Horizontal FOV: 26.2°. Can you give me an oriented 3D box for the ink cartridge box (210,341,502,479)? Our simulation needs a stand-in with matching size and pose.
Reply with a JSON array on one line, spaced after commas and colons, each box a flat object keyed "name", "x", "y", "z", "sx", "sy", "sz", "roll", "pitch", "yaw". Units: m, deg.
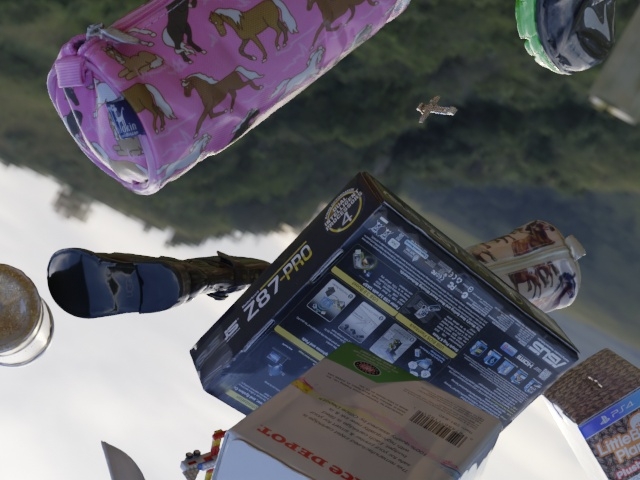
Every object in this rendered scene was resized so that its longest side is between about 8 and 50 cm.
[{"name": "ink cartridge box", "x": 0.038, "y": 0.234, "z": 1.404, "sx": 0.201, "sy": 0.117, "sz": 0.278, "roll": 26, "pitch": -155, "yaw": 18}]

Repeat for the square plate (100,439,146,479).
[{"name": "square plate", "x": -0.174, "y": 0.465, "z": 1.716, "sx": 0.344, "sy": 0.049, "sz": 0.347, "roll": 78, "pitch": 169, "yaw": -47}]

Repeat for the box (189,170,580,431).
[{"name": "box", "x": 0.087, "y": 0.141, "z": 1.713, "sx": 0.395, "sy": 0.318, "sz": 0.097, "roll": 35, "pitch": -166, "yaw": -33}]

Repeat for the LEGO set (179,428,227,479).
[{"name": "LEGO set", "x": -0.115, "y": 0.329, "z": 2.161, "sx": 0.060, "sy": 0.244, "sz": 0.182, "roll": 43, "pitch": 180, "yaw": 38}]

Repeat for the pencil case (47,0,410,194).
[{"name": "pencil case", "x": -0.078, "y": -0.209, "z": 1.368, "sx": 0.160, "sy": 0.386, "sz": 0.167, "roll": 48, "pitch": 156, "yaw": 11}]

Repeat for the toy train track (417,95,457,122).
[{"name": "toy train track", "x": 0.162, "y": -0.188, "z": 1.946, "sx": 0.014, "sy": 0.048, "sz": 0.083, "roll": 41, "pitch": 166, "yaw": -32}]

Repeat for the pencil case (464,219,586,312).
[{"name": "pencil case", "x": 0.243, "y": 0.081, "z": 2.317, "sx": 0.410, "sy": 0.160, "sz": 0.183, "roll": -15, "pitch": 171, "yaw": -24}]

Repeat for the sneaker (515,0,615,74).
[{"name": "sneaker", "x": 0.337, "y": -0.356, "z": 1.554, "sx": 0.202, "sy": 0.185, "sz": 0.483, "roll": 15, "pitch": 147, "yaw": 12}]

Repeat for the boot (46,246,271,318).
[{"name": "boot", "x": -0.209, "y": 0.053, "z": 1.852, "sx": 0.263, "sy": 0.091, "sz": 0.229, "roll": 5, "pitch": -174, "yaw": 31}]

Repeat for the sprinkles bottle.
[{"name": "sprinkles bottle", "x": -0.439, "y": 0.110, "z": 1.917, "sx": 0.121, "sy": 0.121, "sz": 0.355, "roll": 30, "pitch": 169, "yaw": -3}]

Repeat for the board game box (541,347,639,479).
[{"name": "board game box", "x": 0.508, "y": 0.351, "z": 2.225, "sx": 0.291, "sy": 0.141, "sz": 0.232, "roll": 59, "pitch": 178, "yaw": -11}]
